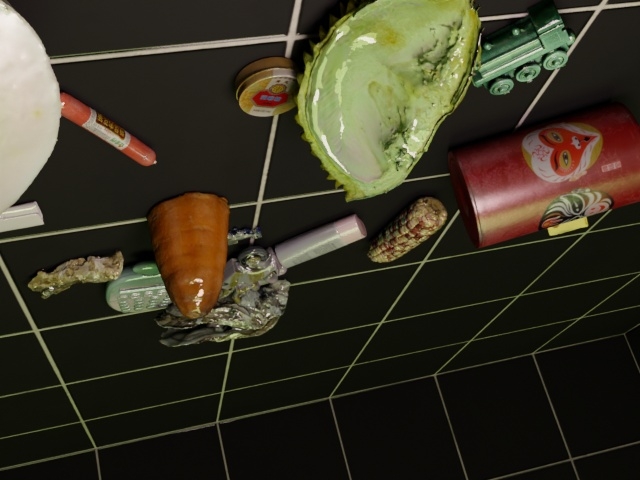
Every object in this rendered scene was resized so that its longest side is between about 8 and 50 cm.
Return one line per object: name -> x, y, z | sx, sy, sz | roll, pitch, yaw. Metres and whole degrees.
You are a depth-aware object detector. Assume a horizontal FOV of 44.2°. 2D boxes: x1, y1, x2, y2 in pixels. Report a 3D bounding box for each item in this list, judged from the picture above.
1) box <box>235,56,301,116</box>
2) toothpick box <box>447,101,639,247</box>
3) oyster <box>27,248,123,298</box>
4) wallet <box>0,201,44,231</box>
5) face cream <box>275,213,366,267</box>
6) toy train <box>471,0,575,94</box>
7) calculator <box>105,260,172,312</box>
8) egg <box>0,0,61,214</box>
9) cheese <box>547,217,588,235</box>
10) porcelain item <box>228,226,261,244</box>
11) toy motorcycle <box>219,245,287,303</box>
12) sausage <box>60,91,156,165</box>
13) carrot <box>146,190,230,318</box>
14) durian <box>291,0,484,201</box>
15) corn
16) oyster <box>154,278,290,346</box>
box -> -0.075, -0.228, 1.173 | 0.105, 0.037, 0.105 | -14, 157, -6
toothpick box -> 0.436, -0.126, 1.531 | 0.333, 0.204, 0.204 | -15, 158, 2
oyster -> -0.498, 0.076, 1.588 | 0.200, 0.061, 0.106 | -29, 153, 30
wallet -> -0.540, -0.037, 1.344 | 0.122, 0.025, 0.061 | -11, 151, -10
face cream -> 0.000, 0.000, 1.738 | 0.198, 0.057, 0.084 | -22, 158, 12
toy train -> 0.306, -0.296, 1.226 | 0.170, 0.071, 0.111 | -23, 147, 22
calculator -> -0.382, 0.099, 1.745 | 0.184, 0.042, 0.295 | -7, 159, -20
egg -> -0.461, -0.172, 0.841 | 0.337, 0.201, 0.337 | -28, 146, -21
cheese -> 0.535, -0.117, 1.785 | 0.093, 0.126, 0.171 | -15, 140, 15
porcelain item -> -0.194, -0.008, 1.636 | 0.136, 0.021, 0.075 | -18, 158, 7
toy motorcycle -> -0.153, 0.073, 1.788 | 0.152, 0.073, 0.225 | 2, 150, -34
sausage -> -0.319, -0.163, 1.173 | 0.034, 0.034, 0.253 | -22, 157, 16
carrot -> -0.232, 0.035, 1.463 | 0.159, 0.225, 0.159 | -11, 153, -5
durian -> 0.083, -0.218, 1.086 | 0.163, 0.198, 0.394 | -1, 147, -35
corn -> 0.191, -0.016, 1.785 | 0.086, 0.086, 0.253 | -1, 155, -31
oyster -> -0.229, 0.176, 1.919 | 0.351, 0.162, 0.158 | -17, 129, -20
